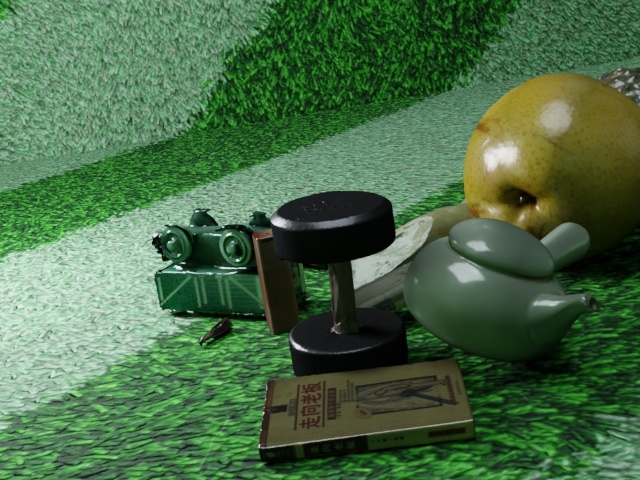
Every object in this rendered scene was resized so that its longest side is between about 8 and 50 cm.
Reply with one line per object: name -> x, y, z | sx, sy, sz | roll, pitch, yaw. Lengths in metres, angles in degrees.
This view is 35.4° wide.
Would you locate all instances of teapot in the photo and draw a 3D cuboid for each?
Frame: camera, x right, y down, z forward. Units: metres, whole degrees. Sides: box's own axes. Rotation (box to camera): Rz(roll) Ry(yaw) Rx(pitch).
teapot -> 0.228, 0.042, 1.280 | 0.220, 0.149, 0.318 | 21, 19, 6

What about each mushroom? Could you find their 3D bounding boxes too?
mushroom -> 0.162, 0.008, 1.595 | 0.333, 0.107, 0.087 | -20, 52, -40

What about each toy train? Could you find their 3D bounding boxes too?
toy train -> -0.149, 0.036, 1.552 | 0.270, 0.154, 0.115 | 1, 17, 29

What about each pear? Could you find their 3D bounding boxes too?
pear -> 0.366, -0.105, 1.538 | 0.315, 0.314, 0.314 | -8, 15, 2

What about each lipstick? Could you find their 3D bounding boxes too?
lipstick -> -0.063, 0.058, 1.439 | 0.045, 0.145, 0.045 | -12, 17, -13

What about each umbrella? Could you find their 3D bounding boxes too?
umbrella -> -0.153, 0.133, 1.461 | 0.032, 0.020, 0.083 | -1, 22, 29

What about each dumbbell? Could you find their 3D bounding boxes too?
dumbbell -> 0.026, 0.059, 1.250 | 0.153, 0.218, 0.152 | -7, 17, 2

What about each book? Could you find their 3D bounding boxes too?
book -> 0.050, 0.187, 1.124 | 0.231, 0.026, 0.161 | -8, 17, 4

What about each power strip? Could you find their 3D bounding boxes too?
power strip -> 0.145, 0.050, 1.414 | 0.268, 0.034, 0.092 | -27, 14, 5

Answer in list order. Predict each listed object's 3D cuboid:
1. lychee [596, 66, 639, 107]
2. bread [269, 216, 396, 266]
lychee -> 0.558, -0.181, 1.826 | 0.274, 0.255, 0.255 | -39, 18, 0
bread -> 0.000, 0.001, 1.729 | 0.270, 0.098, 0.087 | 5, -22, 42
